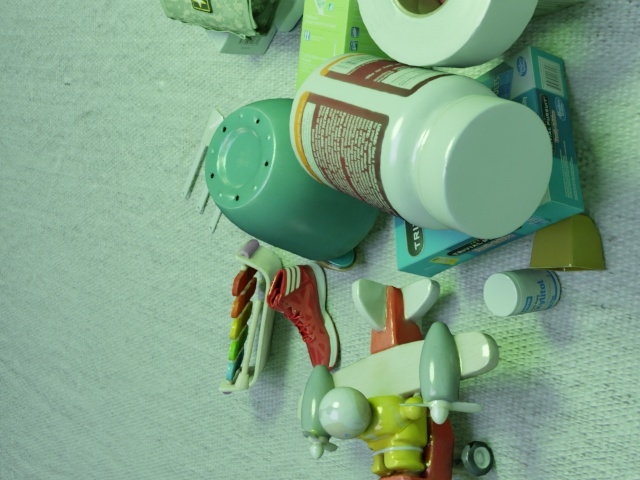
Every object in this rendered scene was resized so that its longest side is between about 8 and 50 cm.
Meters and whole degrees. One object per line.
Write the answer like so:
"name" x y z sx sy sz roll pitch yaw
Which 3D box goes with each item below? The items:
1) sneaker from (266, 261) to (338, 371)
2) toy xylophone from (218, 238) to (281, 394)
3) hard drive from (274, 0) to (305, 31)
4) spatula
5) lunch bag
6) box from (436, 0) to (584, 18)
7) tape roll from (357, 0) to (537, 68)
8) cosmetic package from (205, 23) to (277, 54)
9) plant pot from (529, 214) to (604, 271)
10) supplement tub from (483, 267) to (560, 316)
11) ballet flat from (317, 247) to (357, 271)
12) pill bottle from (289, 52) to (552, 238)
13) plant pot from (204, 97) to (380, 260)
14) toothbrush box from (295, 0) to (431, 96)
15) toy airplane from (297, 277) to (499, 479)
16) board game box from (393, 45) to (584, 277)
"sneaker" -0.046 0.157 2.068 0.087 0.128 0.221 -23 76 50
"toy xylophone" -0.146 0.166 2.147 0.081 0.236 0.322 11 100 7
"hard drive" -0.085 -0.599 2.078 0.210 0.040 0.318 -48 60 42
"spatula" -0.236 -0.151 2.345 0.168 0.019 0.242 48 130 28
"lunch bag" -0.182 -0.532 1.994 0.235 0.169 0.287 18 101 32
"box" 0.260 -0.397 1.607 0.232 0.149 0.126 -10 86 50
"tape roll" 0.179 -0.390 1.511 0.286 0.100 0.286 7 99 50
"cosmetic package" -0.196 -0.487 2.169 0.231 0.117 0.085 59 133 28
"plant pot" 0.370 0.002 1.589 0.081 0.081 0.083 -3 83 51
"supplement tub" 0.312 0.079 1.642 0.071 0.107 0.071 10 103 49
"ballet flat" 0.000 0.000 2.052 0.232 0.080 0.073 48 157 38
"pill bottle" 0.140 -0.143 1.560 0.392 0.224 0.224 29 117 55
"plant pot" -0.063 -0.125 1.912 0.293 0.235 0.293 -12 72 41
"toothbrush box" 0.083 -0.355 1.782 0.122 0.206 0.283 25 114 47
"toy airplane" 0.108 0.247 1.783 0.384 0.272 0.386 39 124 41
"board game box" 0.245 -0.113 1.669 0.336 0.079 0.253 -28 57 48
